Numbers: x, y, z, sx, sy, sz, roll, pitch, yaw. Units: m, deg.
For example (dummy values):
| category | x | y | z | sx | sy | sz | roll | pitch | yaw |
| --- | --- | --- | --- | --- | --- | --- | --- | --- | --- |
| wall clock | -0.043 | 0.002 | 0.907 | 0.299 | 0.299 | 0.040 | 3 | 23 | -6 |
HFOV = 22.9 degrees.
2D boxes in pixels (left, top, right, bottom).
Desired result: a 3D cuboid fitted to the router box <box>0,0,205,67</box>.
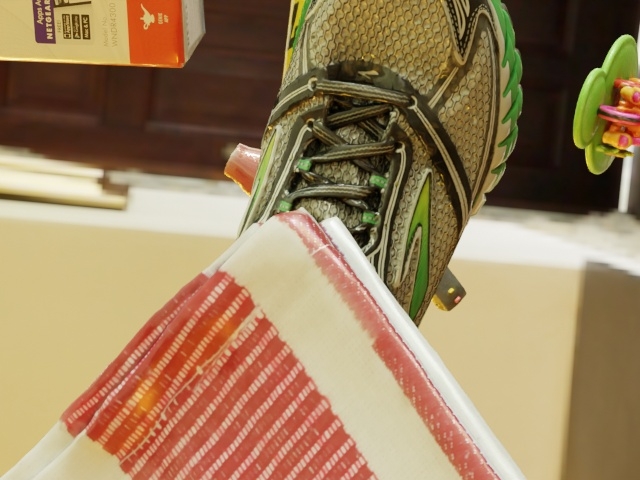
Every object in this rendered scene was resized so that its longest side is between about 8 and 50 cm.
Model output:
| category | x | y | z | sx | sy | sz | roll | pitch | yaw |
| --- | --- | --- | --- | --- | --- | --- | --- | --- | --- |
| router box | -0.248 | -0.304 | 1.200 | 0.082 | 0.301 | 0.335 | -73 | -17 | -63 |

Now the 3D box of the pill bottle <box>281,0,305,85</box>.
| category | x | y | z | sx | sy | sz | roll | pitch | yaw |
| --- | --- | --- | --- | --- | --- | --- | --- | --- | --- |
| pill bottle | 0.032 | -0.122 | 1.161 | 0.119 | 0.119 | 0.208 | 120 | 156 | -77 |

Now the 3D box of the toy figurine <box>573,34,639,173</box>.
| category | x | y | z | sx | sy | sz | roll | pitch | yaw |
| --- | --- | --- | --- | --- | --- | --- | --- | --- | --- |
| toy figurine | 0.324 | -0.103 | 1.397 | 0.173 | 0.159 | 0.130 | -12 | -65 | -64 |

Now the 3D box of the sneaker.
| category | x | y | z | sx | sy | sz | roll | pitch | yaw |
| --- | --- | --- | --- | --- | --- | --- | --- | --- | --- |
| sneaker | 0.018 | -0.003 | 0.855 | 0.146 | 0.134 | 0.343 | -37 | -40 | -69 |

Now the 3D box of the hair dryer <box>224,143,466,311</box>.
| category | x | y | z | sx | sy | sz | roll | pitch | yaw |
| --- | --- | --- | --- | --- | --- | --- | --- | --- | --- |
| hair dryer | 0.000 | 0.000 | 1.726 | 0.224 | 0.293 | 0.080 | -4 | 48 | 45 |

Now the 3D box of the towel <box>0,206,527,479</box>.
| category | x | y | z | sx | sy | sz | roll | pitch | yaw |
| --- | --- | --- | --- | --- | --- | --- | --- | --- | --- |
| towel | -0.060 | 0.175 | 0.530 | 0.237 | 0.329 | 0.037 | 55 | -163 | 28 |
